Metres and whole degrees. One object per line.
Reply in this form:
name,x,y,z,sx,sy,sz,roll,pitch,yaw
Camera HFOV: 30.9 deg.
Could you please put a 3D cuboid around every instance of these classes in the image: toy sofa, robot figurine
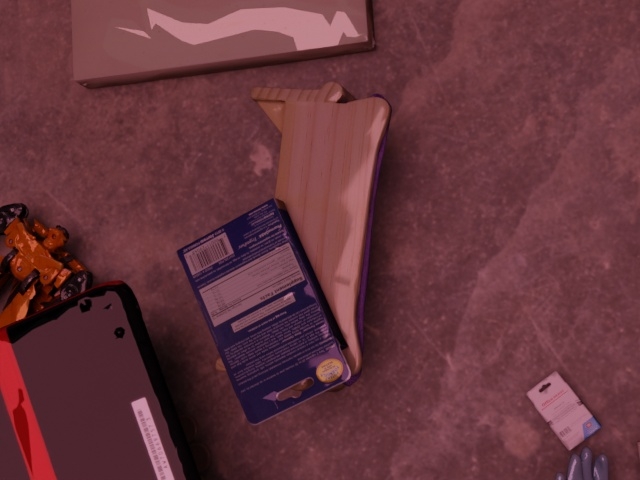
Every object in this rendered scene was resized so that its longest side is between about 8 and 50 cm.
toy sofa,0.000,0.000,1.402,0.177,0.150,0.362,4,83,18
robot figurine,-0.427,0.093,1.532,0.211,0.085,0.291,44,95,15

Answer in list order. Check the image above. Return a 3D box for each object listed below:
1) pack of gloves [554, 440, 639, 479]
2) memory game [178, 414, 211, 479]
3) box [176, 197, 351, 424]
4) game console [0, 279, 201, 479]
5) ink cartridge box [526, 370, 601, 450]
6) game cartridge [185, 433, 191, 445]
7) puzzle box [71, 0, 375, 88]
pack of gloves,0.343,0.343,1.301,0.195,0.046,0.232,0,80,-22
memory game,-0.226,0.290,1.477,0.186,0.012,0.186,-2,82,14
box,-0.061,0.082,1.311,0.136,0.036,0.225,-28,73,13
game console,-0.305,0.278,1.297,0.342,0.060,0.386,-23,80,4
ink cartridge box,0.287,0.200,1.368,0.048,0.028,0.083,-38,76,6
game cartridge,-0.206,0.277,1.489,0.083,0.017,0.056,-4,86,14
puzzle box,-0.136,-0.357,1.536,0.409,0.052,0.272,-5,81,13
